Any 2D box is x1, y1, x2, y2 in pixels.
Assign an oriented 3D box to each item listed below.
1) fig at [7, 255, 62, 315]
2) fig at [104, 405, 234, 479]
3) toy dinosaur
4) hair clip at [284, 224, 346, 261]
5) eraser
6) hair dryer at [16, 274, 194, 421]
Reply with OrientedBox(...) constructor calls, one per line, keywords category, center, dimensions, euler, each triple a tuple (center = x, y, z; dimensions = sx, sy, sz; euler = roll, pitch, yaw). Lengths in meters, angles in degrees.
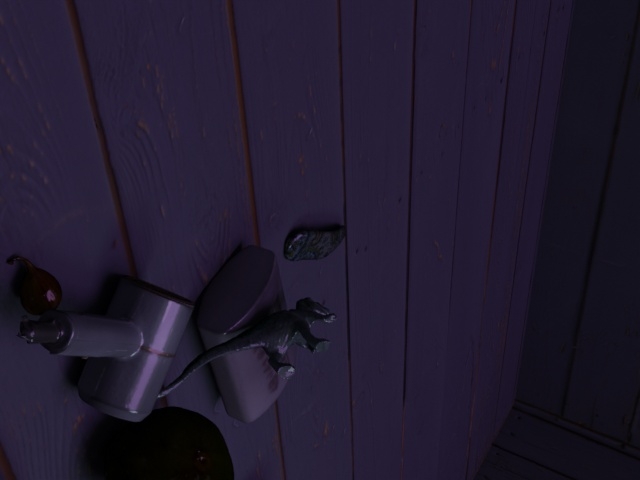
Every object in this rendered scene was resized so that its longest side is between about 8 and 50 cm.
OrientedBox(category="fig", center=(-0.329, 0.050, 1.160), dimensions=(0.050, 0.050, 0.083), euler=(-52, 134, -35))
OrientedBox(category="fig", center=(-0.225, 0.350, 1.473), dimensions=(0.195, 0.195, 0.245), euler=(-52, 180, -36))
OrientedBox(category="toy dinosaur", center=(-0.068, 0.162, 1.491), dimensions=(0.383, 0.129, 0.076), euler=(-19, 121, -54))
OrientedBox(category="hair clip", center=(0.002, 0.001, 1.853), dimensions=(0.229, 0.036, 0.066), euler=(-15, 129, -62))
OrientedBox(category="eraser", center=(-0.116, 0.158, 1.654), dimensions=(0.174, 0.094, 0.270), euler=(-57, 155, -33))
OrientedBox(category="hair dryer", center=(-0.278, 0.125, 1.215), dimensions=(0.173, 0.107, 0.357), euler=(-69, 163, -3))
